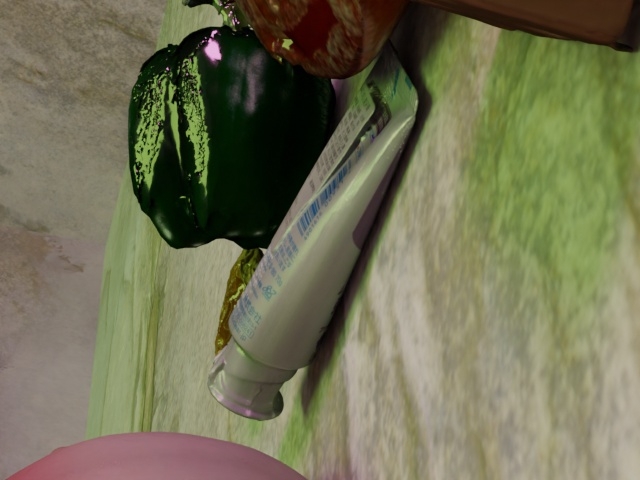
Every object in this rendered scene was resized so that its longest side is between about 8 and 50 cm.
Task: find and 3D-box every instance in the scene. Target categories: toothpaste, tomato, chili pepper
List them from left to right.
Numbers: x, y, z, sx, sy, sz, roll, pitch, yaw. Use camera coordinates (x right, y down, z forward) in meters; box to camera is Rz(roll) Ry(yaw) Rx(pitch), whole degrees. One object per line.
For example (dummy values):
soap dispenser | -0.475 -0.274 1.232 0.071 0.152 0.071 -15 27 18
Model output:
chili pepper | -0.077 -0.119 1.074 0.165 0.174 0.261 154 118 -63
toothpaste | 0.000 0.000 0.919 0.114 0.073 0.299 -102 34 -60
tomato | 0.002 -0.277 0.890 0.309 0.170 0.309 51 165 19

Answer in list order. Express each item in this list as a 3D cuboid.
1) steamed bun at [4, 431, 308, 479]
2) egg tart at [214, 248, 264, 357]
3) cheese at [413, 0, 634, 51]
steamed bun | -0.141 0.259 0.794 0.309 0.309 0.309 -169 90 -76
egg tart | -0.062 0.070 1.121 0.130 0.052 0.130 -167 90 -76
cheese | 0.090 -0.195 0.591 0.203 0.128 0.177 -118 43 -75
